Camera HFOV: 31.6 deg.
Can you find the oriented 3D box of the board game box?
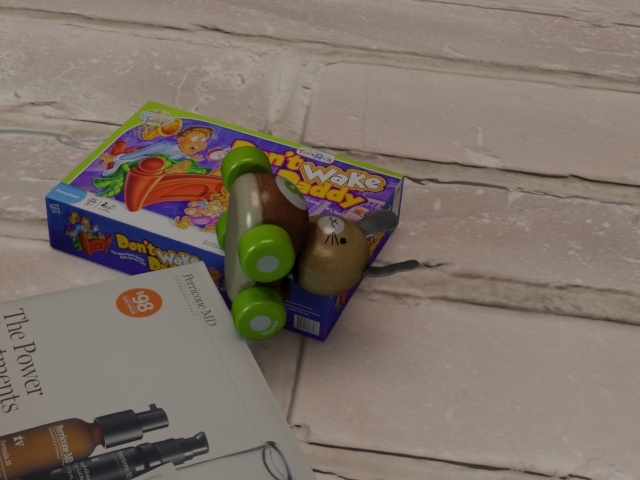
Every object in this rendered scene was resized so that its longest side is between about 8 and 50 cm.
[{"bbox_3d":[-0.106,-0.034,1.319,0.347,0.078,0.233,17,41,16],"label":"board game box"}]

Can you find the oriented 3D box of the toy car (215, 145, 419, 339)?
[{"bbox_3d":[0.000,0.000,1.126,0.188,0.149,0.155,-1,40,-13],"label":"toy car"}]

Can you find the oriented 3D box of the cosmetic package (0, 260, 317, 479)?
[{"bbox_3d":[-0.181,0.190,1.025,0.284,0.097,0.377,-10,41,-22],"label":"cosmetic package"}]
